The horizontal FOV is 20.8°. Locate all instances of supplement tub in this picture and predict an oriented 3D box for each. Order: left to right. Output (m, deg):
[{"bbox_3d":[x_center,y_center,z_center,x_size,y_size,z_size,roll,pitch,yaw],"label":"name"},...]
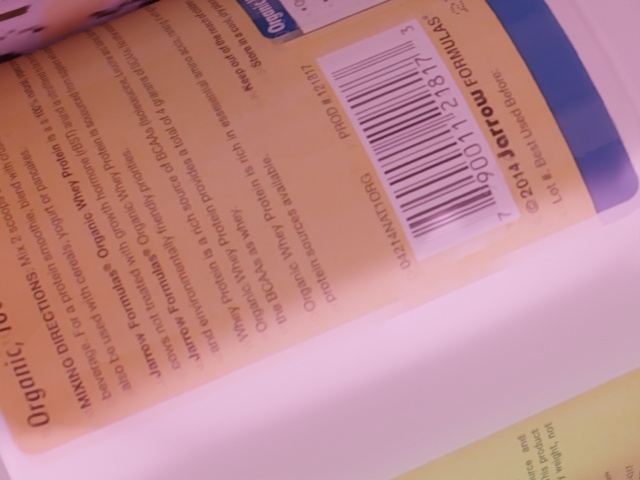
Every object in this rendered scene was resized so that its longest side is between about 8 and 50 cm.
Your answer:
[{"bbox_3d":[-0.023,0.021,0.372,0.199,0.144,0.144,-23,169,-9],"label":"supplement tub"}]
